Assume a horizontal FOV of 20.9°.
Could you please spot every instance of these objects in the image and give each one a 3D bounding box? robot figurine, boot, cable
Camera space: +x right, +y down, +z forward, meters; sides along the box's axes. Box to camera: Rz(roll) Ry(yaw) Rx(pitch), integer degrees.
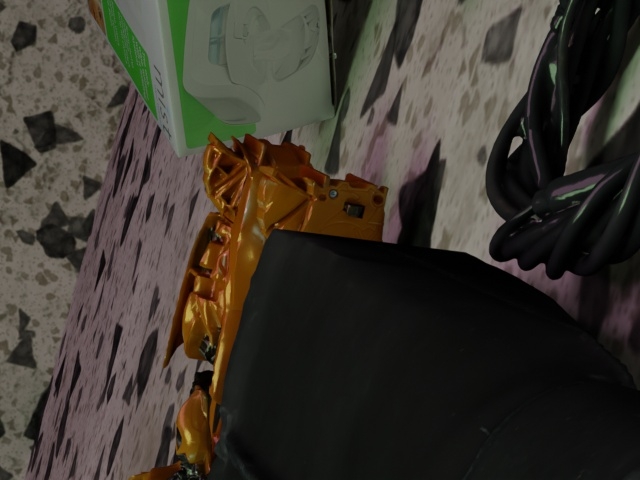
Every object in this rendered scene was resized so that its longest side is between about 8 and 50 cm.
[{"bbox_3d":[-0.044,0.092,0.982,0.211,0.085,0.291,-149,71,-67],"label":"robot figurine"},{"bbox_3d":[0.009,0.187,0.538,0.367,0.146,0.445,-66,16,1],"label":"boot"},{"bbox_3d":[0.114,-0.057,0.628,0.150,0.047,0.184,-102,33,-54],"label":"cable"}]

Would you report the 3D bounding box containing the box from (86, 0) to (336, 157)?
[{"bbox_3d":[-0.088,-0.232,1.196,0.231,0.127,0.262,-123,23,-49],"label":"box"}]
